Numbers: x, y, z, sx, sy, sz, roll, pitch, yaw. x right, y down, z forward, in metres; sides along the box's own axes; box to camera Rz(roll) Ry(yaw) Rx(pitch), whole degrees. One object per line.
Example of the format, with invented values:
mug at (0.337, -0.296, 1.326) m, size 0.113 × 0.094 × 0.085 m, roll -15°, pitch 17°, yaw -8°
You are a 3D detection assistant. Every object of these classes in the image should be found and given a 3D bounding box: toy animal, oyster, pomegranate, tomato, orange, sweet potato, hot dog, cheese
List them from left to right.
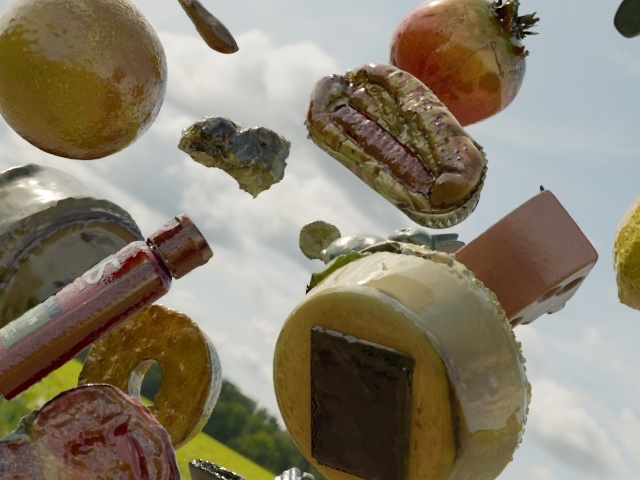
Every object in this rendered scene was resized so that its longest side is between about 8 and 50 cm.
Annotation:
orange at (-0.295, -0.206, 1.410) m, size 0.236 × 0.236 × 0.236 m, roll 30°, pitch -11°, yaw 6°
tomato at (-0.305, 0.352, 1.481) m, size 0.309 × 0.309 × 0.170 m, roll 29°, pitch -21°, yaw 8°
sweet potato at (-0.226, -0.422, 2.153) m, size 0.214 × 0.050 × 0.050 m, roll 51°, pitch -5°, yaw 17°
oyster at (-0.178, -0.194, 2.397) m, size 0.232 × 0.162 × 0.107 m, roll 14°, pitch -33°, yaw -6°
toy animal at (0.119, 0.019, 1.919) m, size 0.138 × 0.236 × 0.108 m, roll 58°, pitch -5°, yaw 31°
hot dog at (0.080, -0.102, 1.201) m, size 0.253 × 0.131 × 0.069 m, roll 48°, pitch -4°, yaw 38°
pomegranate at (0.212, -0.277, 1.723) m, size 0.210 × 0.235 × 0.210 m, roll 36°, pitch 32°, yaw -27°
cheese at (0.239, 0.047, 1.518) m, size 0.128 × 0.177 × 0.203 m, roll 58°, pitch -14°, yaw 17°

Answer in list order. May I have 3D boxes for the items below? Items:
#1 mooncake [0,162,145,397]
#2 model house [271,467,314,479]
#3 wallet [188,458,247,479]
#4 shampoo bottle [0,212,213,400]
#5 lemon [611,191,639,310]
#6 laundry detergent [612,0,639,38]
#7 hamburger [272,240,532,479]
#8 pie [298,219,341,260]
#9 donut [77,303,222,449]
mooncake at (-0.495, 0.079, 2.013) m, size 0.246 × 0.394 × 0.393 m, roll 29°, pitch -2°, yaw 30°
model house at (-0.029, 0.380, 1.390) m, size 0.183 × 0.172 × 0.166 m, roll 29°, pitch 12°, yaw -7°
wallet at (-0.126, 0.506, 1.836) m, size 0.170 × 0.044 × 0.321 m, roll 12°, pitch -63°, yaw 54°
shampoo bottle at (-0.281, 0.079, 1.447) m, size 0.076 × 0.314 × 0.118 m, roll 59°, pitch -12°, yaw -17°
lemon at (0.524, 0.000, 1.544) m, size 0.236 × 0.263 × 0.236 m, roll 31°, pitch 1°, yaw 0°
laundry detergent at (0.511, -0.350, 1.750) m, size 0.061 × 0.097 × 0.206 m, roll 44°, pitch 29°, yaw 16°
hamburger at (0.089, 0.146, 1.256) m, size 0.302 × 0.302 × 0.170 m, roll 24°, pitch 29°, yaw 31°
pie at (0.000, 0.000, 2.184) m, size 0.084 × 0.084 × 0.020 m, roll 31°, pitch -10°, yaw 2°
donut at (-0.320, 0.280, 2.240) m, size 0.303 × 0.303 × 0.110 m, roll 25°, pitch -4°, yaw 27°
